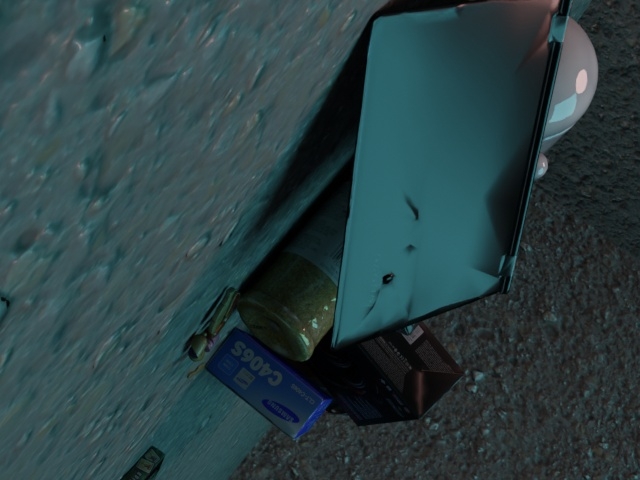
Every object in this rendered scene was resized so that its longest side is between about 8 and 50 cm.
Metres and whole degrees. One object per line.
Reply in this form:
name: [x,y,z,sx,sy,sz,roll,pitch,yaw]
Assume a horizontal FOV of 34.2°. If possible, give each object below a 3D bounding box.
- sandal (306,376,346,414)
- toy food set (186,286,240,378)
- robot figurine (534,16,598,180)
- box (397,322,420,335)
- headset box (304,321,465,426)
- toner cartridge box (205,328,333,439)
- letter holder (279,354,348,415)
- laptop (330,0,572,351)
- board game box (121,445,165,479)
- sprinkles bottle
sandal: [0.042,0.285,1.875,0.254,0.054,0.097,-3,135,-38]
toy food set: [-0.130,0.104,1.243,0.122,0.019,0.078,-62,172,10]
robot figurine: [0.292,-0.228,1.555,0.353,0.199,0.300,106,-23,-80]
box: [0.120,0.017,1.497,0.231,0.183,0.056,-44,133,-27]
headset box: [0.068,0.178,1.660,0.110,0.218,0.293,-40,-177,-22]
toner cartridge box: [-0.070,0.223,1.611,0.075,0.165,0.348,-52,172,-5]
letter holder: [0.032,0.195,1.917,0.302,0.214,0.152,-56,172,24]
laptop: [0.134,-0.133,1.224,0.408,0.236,0.382,-95,-169,-60]
board game box: [-0.322,0.415,1.478,0.260,0.030,0.136,-47,173,-41]
sprinkles bottle: [0.041,-0.006,1.383,0.355,0.121,0.121,-49,172,-25]
